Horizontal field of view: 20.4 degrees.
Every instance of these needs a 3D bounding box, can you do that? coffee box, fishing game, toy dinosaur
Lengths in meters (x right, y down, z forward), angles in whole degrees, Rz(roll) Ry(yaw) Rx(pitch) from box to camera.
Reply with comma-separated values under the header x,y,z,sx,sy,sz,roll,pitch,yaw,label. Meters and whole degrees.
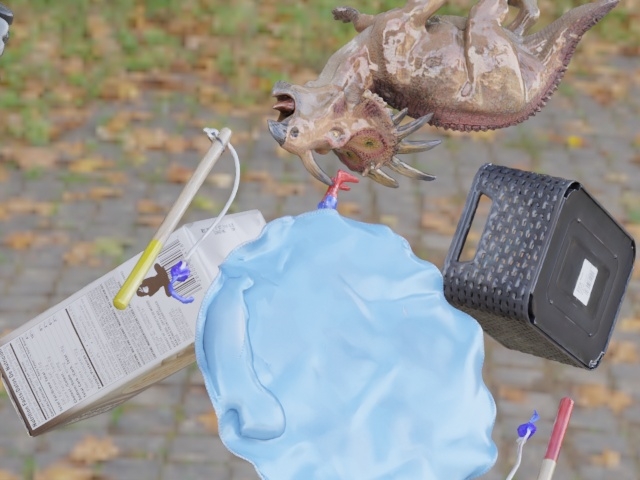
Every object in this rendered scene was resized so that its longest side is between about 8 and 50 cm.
x,y,z,sx,sy,sz,roll,pitch,yaw,label
-0.160,0.075,1.622,0.246,0.098,0.141,-31,-8,27,coffee box
0.013,0.073,0.919,0.264,0.041,0.189,36,49,-15,fishing game
0.105,-0.134,1.492,0.296,0.200,0.127,-3,-22,2,toy dinosaur

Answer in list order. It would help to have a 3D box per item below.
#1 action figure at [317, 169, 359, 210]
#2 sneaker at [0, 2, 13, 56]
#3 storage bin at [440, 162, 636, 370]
x,y,z,sx,sy,sz,roll,pitch,yaw,label
0.000,0.000,1.428,0.030,0.115,0.038,31,-21,-13,action figure
-0.215,-0.021,0.755,0.135,0.276,0.097,11,-22,-11,sneaker
0.183,0.024,1.473,0.084,0.122,0.180,13,-12,33,storage bin
